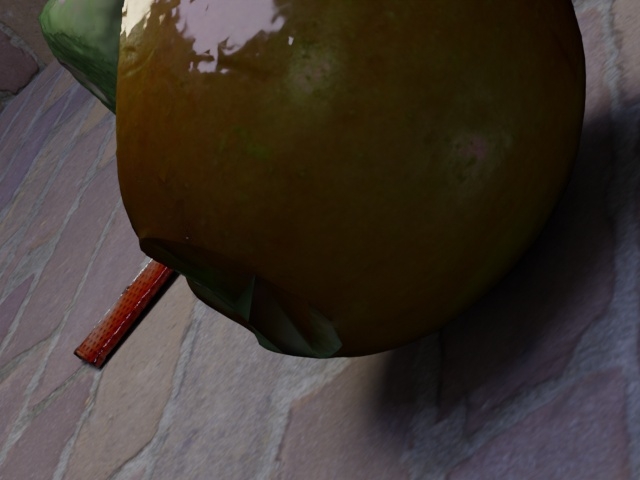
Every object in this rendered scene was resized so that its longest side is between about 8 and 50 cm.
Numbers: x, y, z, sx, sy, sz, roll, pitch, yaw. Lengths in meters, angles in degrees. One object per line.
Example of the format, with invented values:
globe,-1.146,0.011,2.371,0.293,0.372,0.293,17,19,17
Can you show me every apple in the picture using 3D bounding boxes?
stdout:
apple,0.001,-0.091,1.199,0.384,0.374,0.374,7,55,51

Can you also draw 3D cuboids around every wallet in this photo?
wallet,-0.215,0.065,1.917,0.196,0.020,0.103,-51,17,-10

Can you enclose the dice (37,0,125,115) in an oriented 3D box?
dice,-0.106,-0.253,1.846,0.318,0.322,0.330,-50,19,-8
